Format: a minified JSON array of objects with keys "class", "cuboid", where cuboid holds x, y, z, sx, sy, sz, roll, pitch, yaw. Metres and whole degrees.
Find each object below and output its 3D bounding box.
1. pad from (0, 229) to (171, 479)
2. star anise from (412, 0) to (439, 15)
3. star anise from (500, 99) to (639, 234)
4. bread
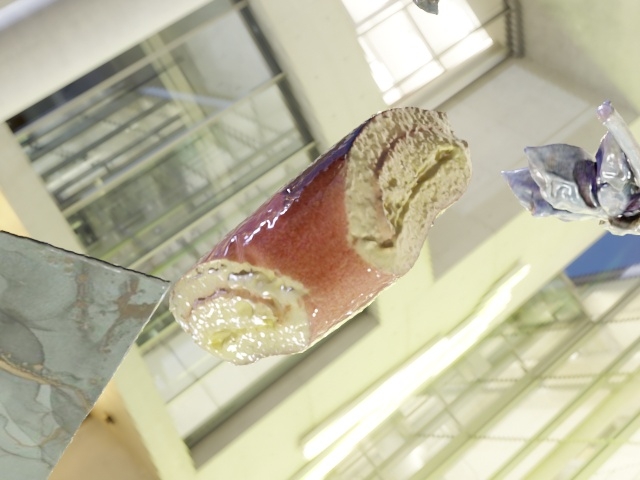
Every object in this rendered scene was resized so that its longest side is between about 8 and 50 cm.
[{"class":"pad","cuboid":[-0.255,0.110,0.484,0.367,0.248,0.007,-53,-150,30]},{"class":"star anise","cuboid":[0.115,-0.434,1.421,0.212,0.129,0.282,-108,180,-65]},{"class":"star anise","cuboid":[0.273,-0.047,0.982,0.230,0.081,0.262,12,-8,19]},{"class":"bread","cuboid":[-0.001,-0.001,0.557,0.067,0.192,0.119,50,4,-10]}]
